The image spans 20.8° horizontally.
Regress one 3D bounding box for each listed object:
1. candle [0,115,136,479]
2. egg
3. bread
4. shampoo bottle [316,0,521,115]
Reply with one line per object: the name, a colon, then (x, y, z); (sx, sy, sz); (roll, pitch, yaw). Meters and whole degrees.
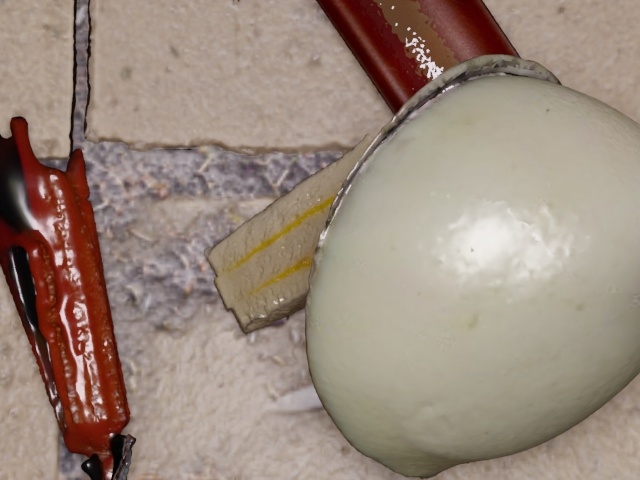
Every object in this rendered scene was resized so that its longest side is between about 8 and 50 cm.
candle: (-0.186, 0.055, 1.249); (0.084, 0.059, 0.301); (-16, 83, 12)
egg: (0.133, 0.039, 1.132); (0.174, 0.264, 0.286); (30, 88, 46)
bread: (-0.008, -0.001, 1.227); (0.152, 0.105, 0.077); (-27, 78, -2)
shampoo bottle: (0.071, -0.153, 1.259); (0.102, 0.064, 0.260); (-33, 86, -6)
